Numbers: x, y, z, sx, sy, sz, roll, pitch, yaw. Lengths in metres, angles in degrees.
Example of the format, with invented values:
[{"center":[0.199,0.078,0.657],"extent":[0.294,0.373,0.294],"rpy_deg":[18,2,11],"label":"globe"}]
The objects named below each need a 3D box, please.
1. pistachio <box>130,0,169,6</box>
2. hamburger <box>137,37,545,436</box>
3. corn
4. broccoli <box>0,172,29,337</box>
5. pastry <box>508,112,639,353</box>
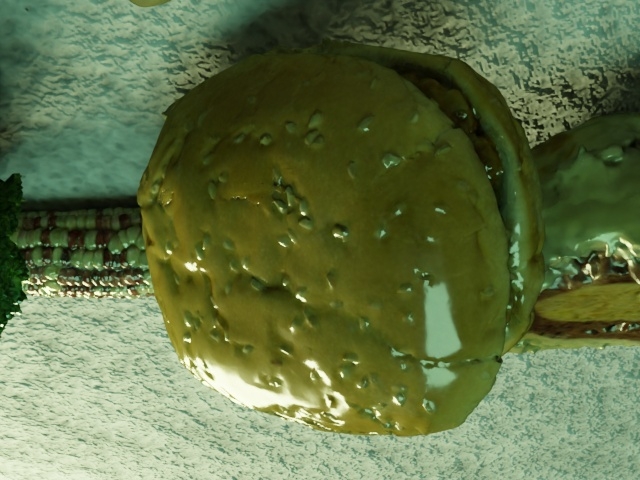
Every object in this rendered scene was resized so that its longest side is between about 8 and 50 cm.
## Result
[{"center":[-0.091,-0.214,0.529],"extent":[0.129,0.131,0.206],"rpy_deg":[43,148,13],"label":"pistachio"},{"center":[0.001,0.001,0.688],"extent":[0.283,0.144,0.260],"rpy_deg":[-1,110,44],"label":"hamburger"},{"center":[-0.220,0.009,0.849],"extent":[0.237,0.080,0.079],"rpy_deg":[2,143,-4],"label":"corn"},{"center":[-0.316,-0.036,0.656],"extent":[0.307,0.275,0.308],"rpy_deg":[18,-177,-1],"label":"broccoli"},{"center":[0.217,-0.004,0.795],"extent":[0.236,0.170,0.256],"rpy_deg":[-5,165,19],"label":"pastry"}]
